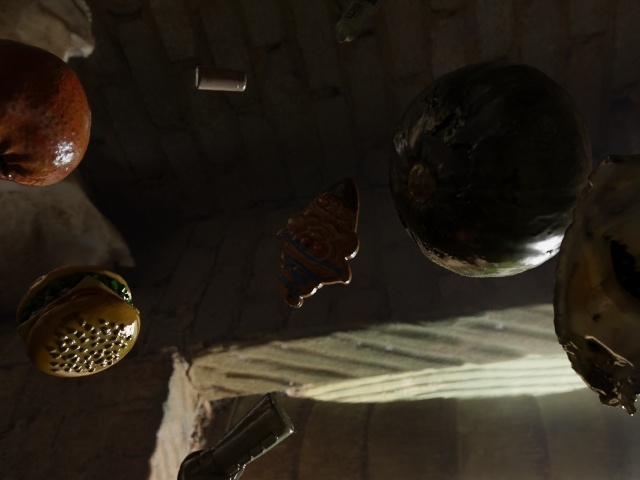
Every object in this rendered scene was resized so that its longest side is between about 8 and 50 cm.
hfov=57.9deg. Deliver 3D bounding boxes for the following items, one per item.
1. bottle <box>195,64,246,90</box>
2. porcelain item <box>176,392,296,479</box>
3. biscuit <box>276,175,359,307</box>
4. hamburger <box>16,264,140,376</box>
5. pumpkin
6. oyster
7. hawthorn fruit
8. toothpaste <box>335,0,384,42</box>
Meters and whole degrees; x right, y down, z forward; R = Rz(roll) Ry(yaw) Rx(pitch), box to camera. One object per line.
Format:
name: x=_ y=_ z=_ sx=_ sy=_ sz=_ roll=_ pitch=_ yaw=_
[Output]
bottle: x=-0.196 y=-0.318 z=1.140 sx=0.045 sy=0.096 sz=0.045 roll=179 pitch=-90 yaw=-70
porcelain item: x=-0.131 y=0.280 z=0.716 sx=0.054 sy=0.213 sz=0.084 roll=53 pitch=-6 yaw=-14
biscuit: x=0.000 y=0.000 z=1.127 sx=0.280 sy=0.183 sz=0.043 roll=-64 pitch=156 yaw=-2
hamburger: x=-0.328 y=0.112 z=0.793 sx=0.115 sy=0.162 sz=0.162 roll=53 pitch=-12 yaw=38
pumpkin: x=0.332 y=-0.140 z=1.198 sx=0.454 sy=0.343 sz=0.455 roll=176 pitch=-90 yaw=-69
oyster: x=0.337 y=0.037 z=0.578 sx=0.271 sy=0.100 sz=0.275 roll=-24 pitch=-90 yaw=56
hawthorn fruit: x=-0.382 y=-0.173 z=0.743 sx=0.179 sy=0.179 sz=0.200 roll=72 pitch=17 yaw=-50
toothpaste: x=0.078 y=-0.415 z=1.029 sx=0.038 sy=0.060 sz=0.233 roll=87 pitch=26 yaw=-49
